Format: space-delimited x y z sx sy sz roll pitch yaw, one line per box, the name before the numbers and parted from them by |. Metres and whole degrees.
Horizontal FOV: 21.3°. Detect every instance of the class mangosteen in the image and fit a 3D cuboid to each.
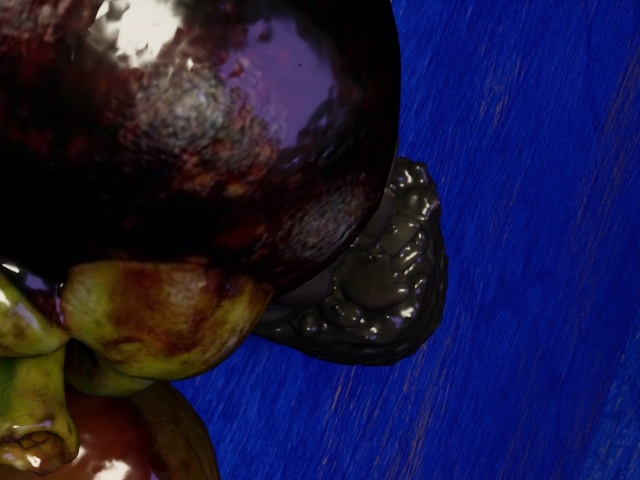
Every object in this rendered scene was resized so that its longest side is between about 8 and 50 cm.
mangosteen | -0.113 -0.076 0.855 0.313 0.297 0.297 -39 168 19

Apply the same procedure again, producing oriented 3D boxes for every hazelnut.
hazelnut | -0.167 0.162 1.071 0.208 0.208 0.208 12 90 -68

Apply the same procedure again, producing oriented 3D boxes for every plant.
plant | 0.000 0.000 1.408 0.321 0.194 0.182 56 37 -67
